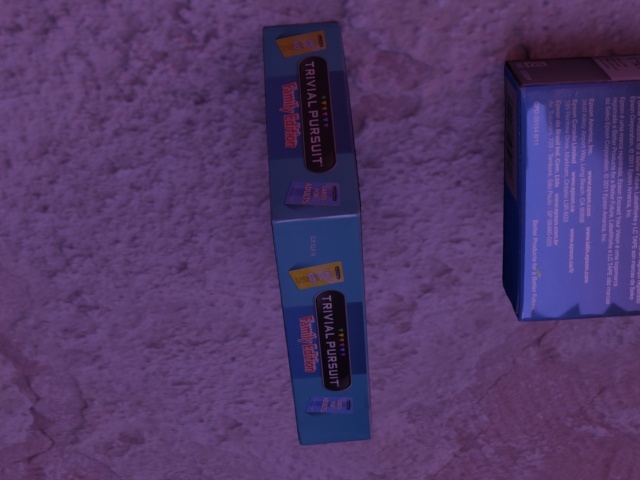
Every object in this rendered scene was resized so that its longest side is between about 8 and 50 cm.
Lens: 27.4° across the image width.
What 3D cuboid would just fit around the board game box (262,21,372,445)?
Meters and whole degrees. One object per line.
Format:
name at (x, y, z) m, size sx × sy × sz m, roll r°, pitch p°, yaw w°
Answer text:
board game box at (0.000, 0.000, 1.279) m, size 0.079 × 0.253 × 0.336 m, roll -5°, pitch 138°, yaw 0°

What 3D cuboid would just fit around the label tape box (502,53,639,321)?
label tape box at (0.350, -0.056, 1.283) m, size 0.334 × 0.106 × 0.240 m, roll -2°, pitch 110°, yaw -1°
